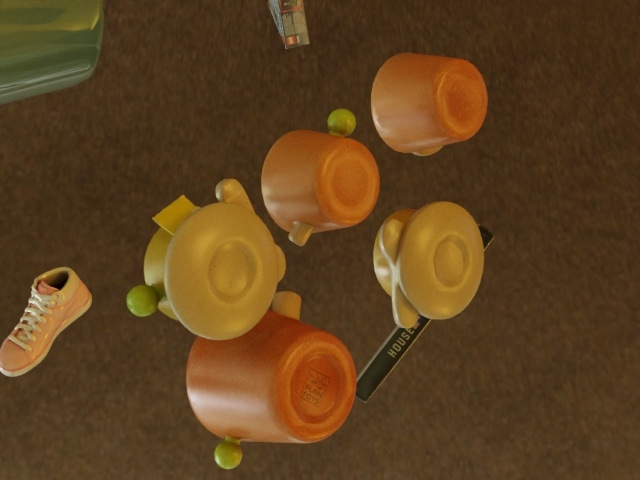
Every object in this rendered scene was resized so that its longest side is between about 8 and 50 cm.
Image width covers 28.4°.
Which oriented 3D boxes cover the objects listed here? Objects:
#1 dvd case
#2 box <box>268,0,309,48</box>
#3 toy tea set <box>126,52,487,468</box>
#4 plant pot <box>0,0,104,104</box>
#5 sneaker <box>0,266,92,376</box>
[{"bbox_3d":[0.122,0.081,1.491,0.029,0.179,0.238,37,95,5],"label":"dvd case"},{"bbox_3d":[-0.040,-0.272,1.252,0.027,0.094,0.137,-13,129,-5],"label":"box"},{"bbox_3d":[0.000,0.000,0.904,0.124,0.336,0.200,4,125,49],"label":"toy tea set"},{"bbox_3d":[-0.443,-0.273,1.411,0.334,0.341,0.341,-14,128,-29],"label":"plant pot"},{"bbox_3d":[-0.311,0.083,1.388,0.051,0.134,0.070,29,152,27],"label":"sneaker"}]
